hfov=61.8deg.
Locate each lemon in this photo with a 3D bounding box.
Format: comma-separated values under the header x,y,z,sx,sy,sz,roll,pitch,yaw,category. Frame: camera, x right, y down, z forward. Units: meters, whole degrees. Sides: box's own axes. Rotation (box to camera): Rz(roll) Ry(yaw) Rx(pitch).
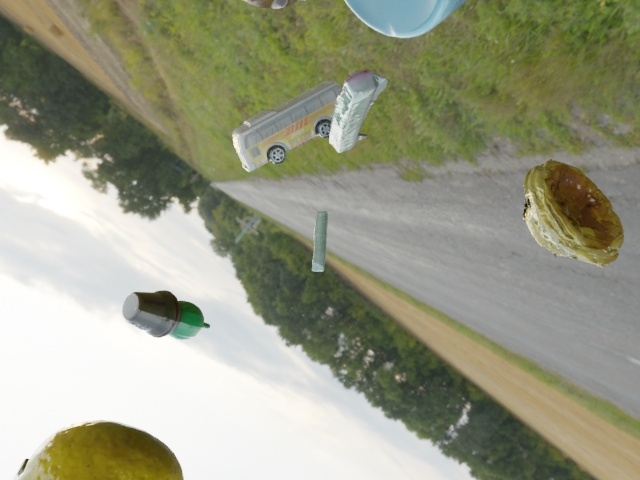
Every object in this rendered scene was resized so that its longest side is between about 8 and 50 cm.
x,y,z,sx,sy,sz,roll,pitch,yaw,category
-0.272,0.312,0.660,0.207,0.170,0.170,20,180,-9,lemon

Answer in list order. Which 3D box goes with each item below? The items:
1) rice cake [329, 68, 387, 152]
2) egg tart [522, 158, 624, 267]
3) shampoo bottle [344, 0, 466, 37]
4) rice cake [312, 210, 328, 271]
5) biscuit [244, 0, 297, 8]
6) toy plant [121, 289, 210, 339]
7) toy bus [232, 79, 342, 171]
x,y,z,sx,sy,sz,roll,pitch,yaw,category
0.061,-0.231,0.972,0.290,0.081,0.051,106,141,-81,rice cake
0.692,-0.067,1.512,0.352,0.352,0.150,38,140,-7,egg tart
0.236,-0.661,1.154,0.331,0.343,0.331,37,156,20,shampoo bottle
-0.001,0.000,1.338,0.033,0.170,0.029,0,151,7,rice cake
-0.016,-0.404,0.566,0.103,0.332,0.332,39,177,10,biscuit
-0.342,0.169,1.199,0.143,0.105,0.200,10,167,43,toy plant
-0.065,-0.251,1.169,0.106,0.268,0.092,64,170,-26,toy bus
